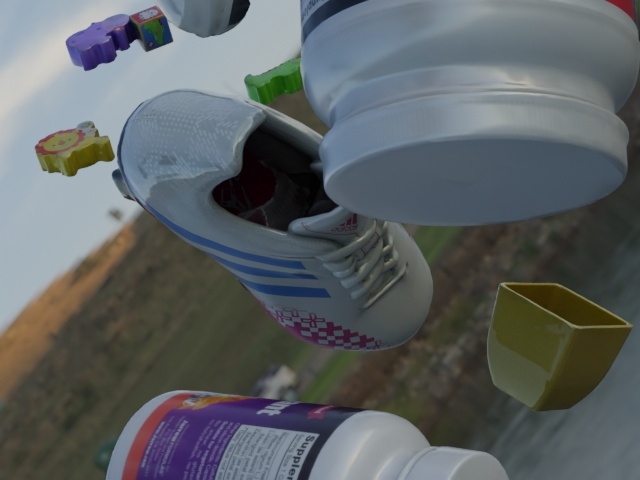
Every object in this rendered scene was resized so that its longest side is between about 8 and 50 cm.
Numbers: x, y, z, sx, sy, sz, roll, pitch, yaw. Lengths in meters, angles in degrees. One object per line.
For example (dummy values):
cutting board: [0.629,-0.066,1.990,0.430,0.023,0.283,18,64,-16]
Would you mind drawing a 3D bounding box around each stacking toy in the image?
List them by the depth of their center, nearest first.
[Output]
stacking toy: [-0.120,-0.158,1.189,0.221,0.167,0.052,-22,31,-14]

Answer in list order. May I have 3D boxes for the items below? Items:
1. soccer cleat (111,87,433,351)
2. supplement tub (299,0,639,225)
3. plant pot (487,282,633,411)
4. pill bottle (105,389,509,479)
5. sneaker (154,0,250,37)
soccer cleat: [0.000,0.000,1.160,0.143,0.331,0.116,4,69,44]
supplement tub: [0.082,-0.161,0.940,0.191,0.191,0.272,122,147,-72]
plant pot: [0.179,0.087,1.288,0.081,0.081,0.083,2,-68,-46]
pill bottle: [-0.005,0.136,0.832,0.193,0.108,0.108,3,37,35]
sneaker: [-0.133,-0.171,0.660,0.153,0.235,0.094,-28,13,-20]
